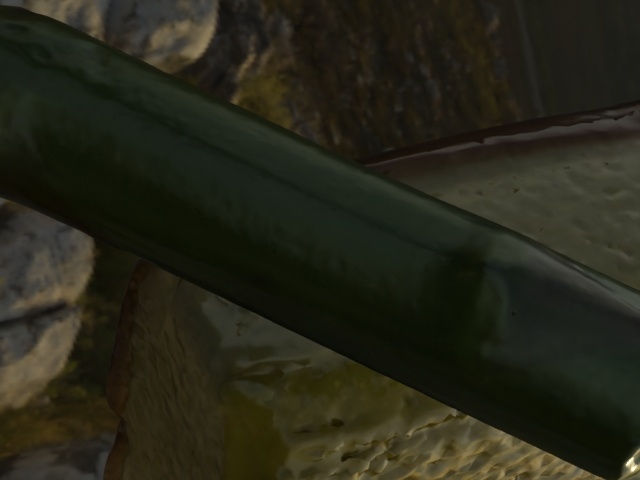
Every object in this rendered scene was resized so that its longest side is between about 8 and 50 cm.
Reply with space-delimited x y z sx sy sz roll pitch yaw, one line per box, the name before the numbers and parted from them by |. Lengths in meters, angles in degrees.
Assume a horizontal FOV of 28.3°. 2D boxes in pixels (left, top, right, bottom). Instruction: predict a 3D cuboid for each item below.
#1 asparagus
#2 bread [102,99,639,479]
asparagus | -0.001 0.002 0.379 0.060 0.277 0.067 -63 164 -5
bread | 0.070 0.089 0.618 0.324 0.333 0.143 106 -35 -47
